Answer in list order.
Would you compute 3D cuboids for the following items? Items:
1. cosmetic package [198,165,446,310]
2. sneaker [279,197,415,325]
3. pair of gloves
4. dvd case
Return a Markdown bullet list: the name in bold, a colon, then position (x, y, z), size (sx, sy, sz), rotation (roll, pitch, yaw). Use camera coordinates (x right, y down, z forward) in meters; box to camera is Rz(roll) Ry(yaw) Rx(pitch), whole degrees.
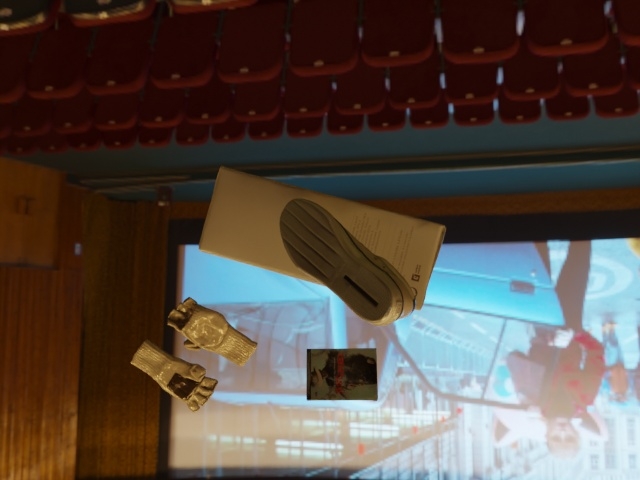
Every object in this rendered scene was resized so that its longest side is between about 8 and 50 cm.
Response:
- **cosmetic package**: position (0.000, 0.000, 1.107), size (0.385, 0.156, 0.217), rotation (17, 177, 0)
- **sneaker**: position (0.035, 0.034, 0.920), size (0.258, 0.094, 0.091), rotation (48, -161, 31)
- **pair of gloves**: position (-0.283, 0.254, 1.382), size (0.204, 0.240, 0.042), rotation (41, -164, -12)
- **dvd case**: position (0.036, 0.224, 1.044), size (0.119, 0.087, 0.013), rotation (0, 162, 3)
